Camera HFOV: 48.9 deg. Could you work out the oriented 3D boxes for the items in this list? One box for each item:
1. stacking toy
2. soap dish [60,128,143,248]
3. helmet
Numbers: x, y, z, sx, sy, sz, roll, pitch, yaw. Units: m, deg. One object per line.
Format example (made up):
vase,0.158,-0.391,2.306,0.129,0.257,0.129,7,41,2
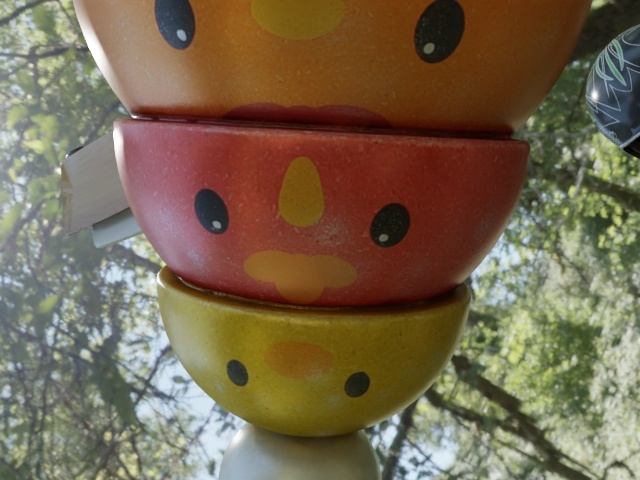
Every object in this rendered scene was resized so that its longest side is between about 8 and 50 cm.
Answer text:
stacking toy,0.005,0.006,0.475,0.351,0.351,0.479,-13,-74,-55
soap dish,-0.142,-0.108,0.833,0.291,0.229,0.118,-34,-77,-46
helmet,0.396,-0.177,0.828,0.162,0.169,0.169,23,-91,-19
